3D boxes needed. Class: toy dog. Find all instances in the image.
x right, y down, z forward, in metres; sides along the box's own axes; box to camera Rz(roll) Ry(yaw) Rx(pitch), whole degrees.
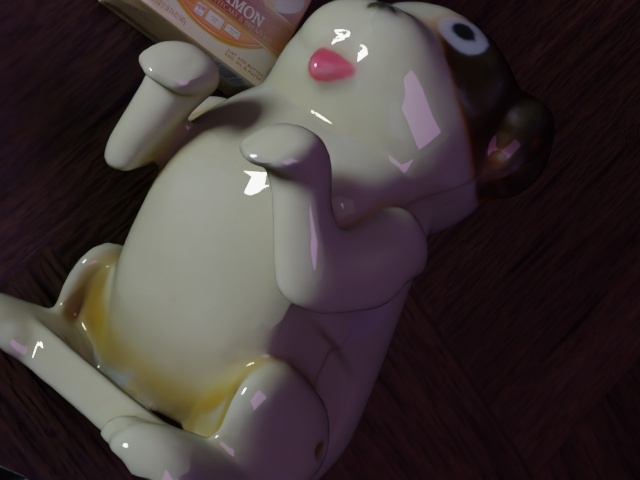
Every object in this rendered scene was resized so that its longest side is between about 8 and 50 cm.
[{"bbox_3d":[0.000,0.000,1.178,0.395,0.284,0.408,36,88,-44],"label":"toy dog"}]

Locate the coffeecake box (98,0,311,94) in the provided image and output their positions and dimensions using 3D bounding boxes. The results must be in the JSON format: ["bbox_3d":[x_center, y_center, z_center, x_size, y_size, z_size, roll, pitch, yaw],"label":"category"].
[{"bbox_3d":[-0.073,-0.237,1.277,0.142,0.068,0.185,35,74,-28],"label":"coffeecake box"}]

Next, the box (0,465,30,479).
[{"bbox_3d":[-0.333,0.337,1.072,0.296,0.183,0.294,-17,100,-30],"label":"box"}]
